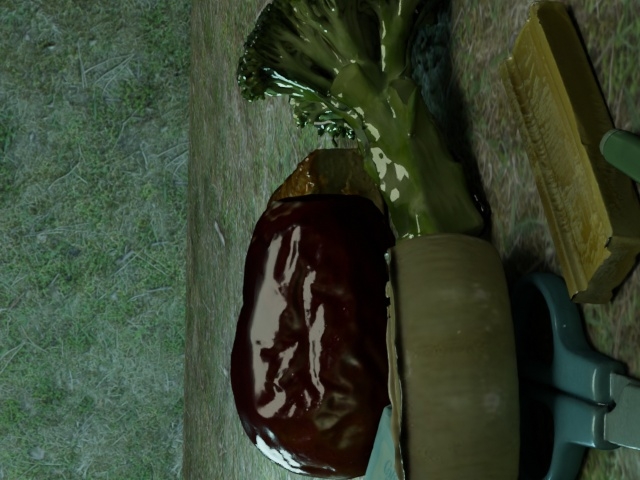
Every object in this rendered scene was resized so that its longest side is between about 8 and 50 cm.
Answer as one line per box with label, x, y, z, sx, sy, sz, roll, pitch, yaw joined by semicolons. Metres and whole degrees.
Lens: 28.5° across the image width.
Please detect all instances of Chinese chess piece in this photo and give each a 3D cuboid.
Chinese chess piece;0.114;0.121;1.146;0.257;0.104;0.257;-3;-90;-90

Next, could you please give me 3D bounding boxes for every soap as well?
soap;0.203;-0.078;1.033;0.092;0.037;0.252;111;154;-53

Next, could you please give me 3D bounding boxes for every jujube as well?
jujube;0.006;0.108;1.429;0.223;0.223;0.318;-154;60;-74

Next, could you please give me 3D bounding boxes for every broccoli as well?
broccoli;0.055;-0.120;1.348;0.252;0.221;0.361;-19;69;37

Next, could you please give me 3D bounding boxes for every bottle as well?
bottle;0.234;-0.060;0.927;0.083;0.030;0.030;-125;36;-66

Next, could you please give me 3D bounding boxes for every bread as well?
bread;0.000;0.000;1.675;0.275;0.114;0.185;133;135;-72

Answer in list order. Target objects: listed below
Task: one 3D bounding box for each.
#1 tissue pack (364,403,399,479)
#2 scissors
tissue pack;0.120;0.308;1.267;0.263;0.089;0.177;-119;38;-59
scissors;0.232;0.129;0.946;0.447;0.029;0.193;-172;82;-76
